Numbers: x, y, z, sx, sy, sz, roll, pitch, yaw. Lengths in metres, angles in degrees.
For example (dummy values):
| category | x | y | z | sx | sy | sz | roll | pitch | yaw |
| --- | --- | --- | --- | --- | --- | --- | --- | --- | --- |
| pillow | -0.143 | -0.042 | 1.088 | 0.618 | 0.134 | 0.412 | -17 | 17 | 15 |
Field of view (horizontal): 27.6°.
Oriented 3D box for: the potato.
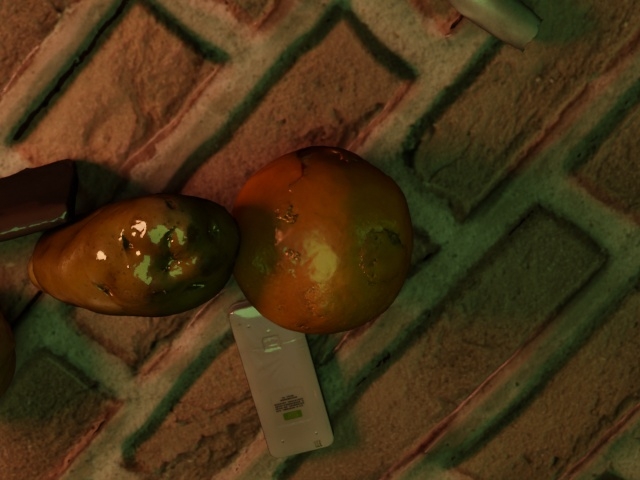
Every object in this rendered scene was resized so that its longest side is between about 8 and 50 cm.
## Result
| category | x | y | z | sx | sy | sz | roll | pitch | yaw |
| --- | --- | --- | --- | --- | --- | --- | --- | --- | --- |
| potato | -0.248 | 0.023 | 1.657 | 0.176 | 0.369 | 0.195 | 48 | 60 | -25 |

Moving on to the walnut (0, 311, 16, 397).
| category | x | y | z | sx | sy | sz | roll | pitch | yaw |
| --- | --- | --- | --- | --- | --- | --- | --- | --- | --- |
| walnut | -0.525 | 0.153 | 1.762 | 0.226 | 0.193 | 0.193 | -15 | 111 | -1 |

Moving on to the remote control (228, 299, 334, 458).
| category | x | y | z | sx | sy | sz | roll | pitch | yaw |
| --- | --- | --- | --- | --- | --- | --- | --- | --- | --- |
| remote control | -0.055 | 0.195 | 1.877 | 0.103 | 0.034 | 0.250 | -15 | 111 | 3 |

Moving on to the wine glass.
| category | x | y | z | sx | sy | sz | roll | pitch | yaw |
| --- | --- | --- | --- | --- | --- | --- | --- | --- | --- |
| wine glass | 0.174 | -0.330 | 1.669 | 0.262 | 0.074 | 0.074 | 32 | 107 | -15 |

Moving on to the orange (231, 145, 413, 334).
| category | x | y | z | sx | sy | sz | roll | pitch | yaw |
| --- | --- | --- | --- | --- | --- | --- | --- | --- | --- |
| orange | 0.000 | 0.000 | 1.689 | 0.246 | 0.246 | 0.246 | -1 | 111 | -3 |

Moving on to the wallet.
| category | x | y | z | sx | sy | sz | roll | pitch | yaw |
| --- | --- | --- | --- | --- | --- | --- | --- | --- | --- |
| wallet | -0.464 | -0.024 | 1.701 | 0.309 | 0.165 | 0.042 | -17 | 115 | 3 |
